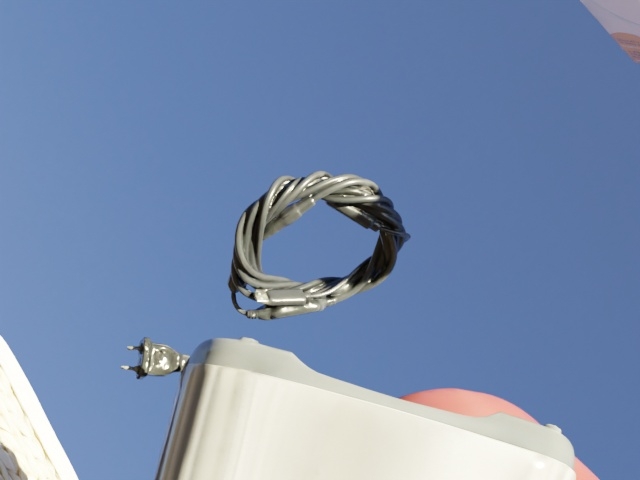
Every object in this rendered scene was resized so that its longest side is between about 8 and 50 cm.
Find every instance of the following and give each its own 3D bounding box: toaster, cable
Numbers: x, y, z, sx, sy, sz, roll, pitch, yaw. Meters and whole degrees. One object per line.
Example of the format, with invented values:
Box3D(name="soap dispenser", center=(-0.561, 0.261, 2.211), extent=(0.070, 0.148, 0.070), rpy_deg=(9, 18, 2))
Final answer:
Box3D(name="toaster", center=(0.000, 0.139, 0.605), extent=(0.227, 0.146, 0.129), rpy_deg=(17, -19, -3))
Box3D(name="cable", center=(0.000, 0.000, 1.237), extent=(0.047, 0.184, 0.150), rpy_deg=(-130, -143, -53))

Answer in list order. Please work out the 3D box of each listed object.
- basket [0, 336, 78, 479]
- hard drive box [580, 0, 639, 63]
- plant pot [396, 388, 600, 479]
Box3D(name="basket", center=(-0.228, 0.154, 0.797), extent=(0.113, 0.103, 0.167), rpy_deg=(-13, -63, 13))
Box3D(name="hard drive box", center=(0.300, -0.255, 1.172), extent=(0.232, 0.089, 0.181), rpy_deg=(40, -7, -28))
Box3D(name="plant pot", center=(0.101, 0.240, 0.862), extent=(0.275, 0.243, 0.275), rpy_deg=(-3, -67, -7))
